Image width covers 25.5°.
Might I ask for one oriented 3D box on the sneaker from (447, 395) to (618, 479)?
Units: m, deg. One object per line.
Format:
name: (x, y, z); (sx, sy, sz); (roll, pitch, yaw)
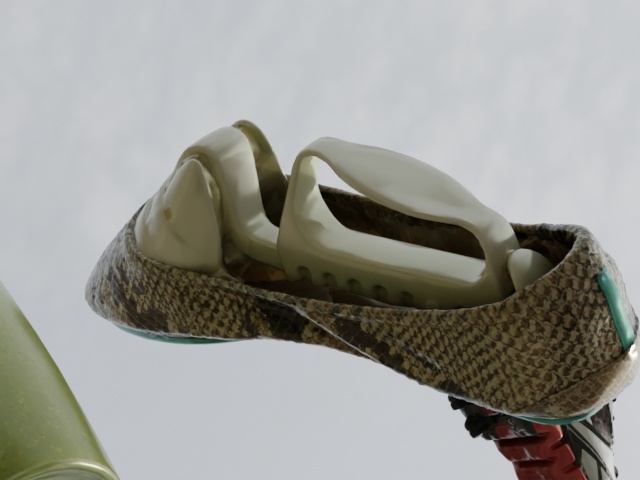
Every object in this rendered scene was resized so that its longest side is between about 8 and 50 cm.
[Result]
sneaker: (0.230, 0.195, 1.295); (0.097, 0.135, 0.276); (-15, -70, 53)

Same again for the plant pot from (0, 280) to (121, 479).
plant pot: (-0.236, 0.083, 0.639); (0.293, 0.275, 0.275); (31, -65, 31)

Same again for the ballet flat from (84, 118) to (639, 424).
ballet flat: (0.000, 0.000, 1.028); (0.483, 0.164, 0.182); (11, -45, 35)
